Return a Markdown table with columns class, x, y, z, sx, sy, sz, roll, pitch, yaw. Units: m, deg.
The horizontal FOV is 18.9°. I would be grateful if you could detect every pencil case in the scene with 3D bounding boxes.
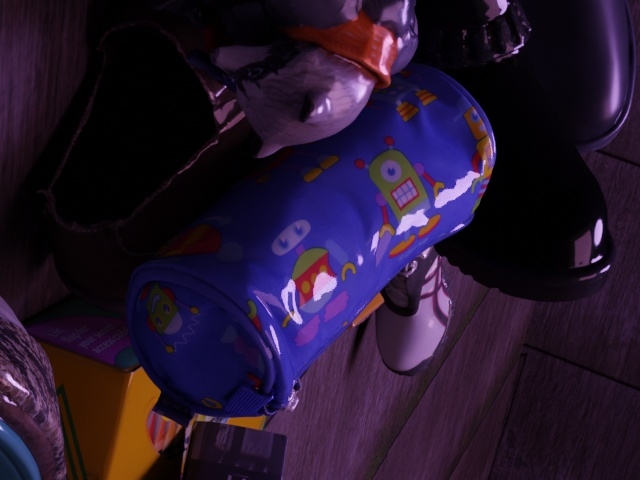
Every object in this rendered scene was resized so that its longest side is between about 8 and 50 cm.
| class | x | y | z | sx | sy | sz | roll | pitch | yaw |
| --- | --- | --- | --- | --- | --- | --- | --- | --- | --- |
| pencil case | 0.000 | 0.000 | 1.277 | 0.119 | 0.133 | 0.306 | -32 | -171 | 49 |

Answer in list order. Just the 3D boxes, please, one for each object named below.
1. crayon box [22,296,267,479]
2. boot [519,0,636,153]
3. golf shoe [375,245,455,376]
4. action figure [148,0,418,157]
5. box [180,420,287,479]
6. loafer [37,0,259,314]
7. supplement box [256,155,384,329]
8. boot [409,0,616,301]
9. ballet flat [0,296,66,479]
| class | x | y | z | sx | sy | sz | roll | pitch | yaw |
| --- | --- | --- | --- | --- | --- | --- | --- | --- | --- |
| crayon box | -0.146 | 0.179 | 1.502 | 0.363 | 0.106 | 0.313 | -34 | 142 | -67 |
| boot | 0.194 | -0.306 | 1.641 | 0.445 | 0.146 | 0.367 | 66 | 16 | -75 |
| golf shoe | 0.103 | 0.037 | 2.323 | 0.120 | 0.105 | 0.272 | -11 | 116 | -56 |
| action figure | -0.023 | -0.216 | 1.132 | 0.341 | 0.179 | 0.330 | 18 | 69 | -52 |
| box | -0.089 | 0.325 | 1.401 | 0.242 | 0.077 | 0.307 | -83 | -177 | -56 |
| loafer | -0.074 | -0.126 | 1.287 | 0.130 | 0.134 | 0.365 | 59 | 52 | -73 |
| supplement box | -0.050 | -0.006 | 1.405 | 0.104 | 0.188 | 0.081 | -28 | -178 | 22 |
| boot | 0.121 | -0.147 | 1.417 | 0.131 | 0.348 | 0.260 | -16 | 141 | -26 |
| ballet flat | -0.224 | 0.133 | 1.114 | 0.482 | 0.164 | 0.182 | 101 | -6 | -54 |
